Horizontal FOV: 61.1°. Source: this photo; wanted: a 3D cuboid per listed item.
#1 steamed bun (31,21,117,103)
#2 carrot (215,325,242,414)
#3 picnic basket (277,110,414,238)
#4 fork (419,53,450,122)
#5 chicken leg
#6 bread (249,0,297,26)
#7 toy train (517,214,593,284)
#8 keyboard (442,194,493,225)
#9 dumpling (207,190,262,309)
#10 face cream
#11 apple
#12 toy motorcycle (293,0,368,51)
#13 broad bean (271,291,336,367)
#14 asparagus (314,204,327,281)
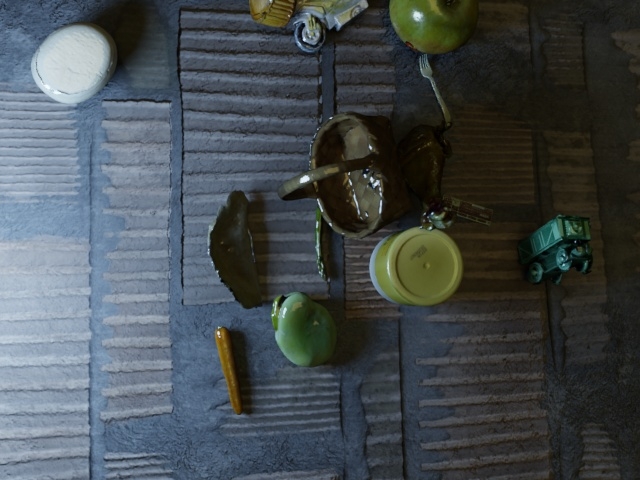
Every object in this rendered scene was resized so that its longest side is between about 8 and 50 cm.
[{"bbox_3d":[-0.641,-0.465,1.431,0.177,0.130,0.228,38,79,-15],"label":"steamed bun"},{"bbox_3d":[-0.246,0.353,1.476,0.043,0.043,0.248,-11,89,-11],"label":"carrot"},{"bbox_3d":[0.044,-0.162,1.421,0.337,0.293,0.337,11,72,-36],"label":"picnic basket"},{"bbox_3d":[0.353,-0.463,1.663,0.034,0.028,0.220,-25,94,-19],"label":"fork"},{"bbox_3d":[0.273,-0.175,1.510,0.140,0.211,0.361,24,56,-22],"label":"chicken leg"},{"bbox_3d":[-0.126,-0.703,1.520,0.104,0.199,0.199,1,85,-28],"label":"bread"},{"bbox_3d":[0.678,0.036,1.559,0.115,0.269,0.154,4,69,-8],"label":"toy train"},{"bbox_3d":[0.444,-0.090,1.646,0.165,0.017,0.055,16,83,-8],"label":"keyboard"},{"bbox_3d":[-0.255,0.032,1.480,0.166,0.086,0.332,-7,85,-43],"label":"dumpling"},{"bbox_3d":[0.264,0.074,1.518,0.218,0.179,0.218,1,85,-10],"label":"face cream"},{"bbox_3d":[0.334,-0.674,1.589,0.260,0.194,0.261,2,84,-17],"label":"apple"},{"bbox_3d":[0.026,-0.724,1.583,0.340,0.108,0.223,-39,98,-4],"label":"toy motorcycle"},{"bbox_3d":[-0.048,0.245,1.493,0.169,0.100,0.228,-43,95,-4],"label":"broad bean"},{"bbox_3d":[0.001,0.000,1.556,0.034,0.027,0.236,-1,85,1],"label":"asparagus"}]
